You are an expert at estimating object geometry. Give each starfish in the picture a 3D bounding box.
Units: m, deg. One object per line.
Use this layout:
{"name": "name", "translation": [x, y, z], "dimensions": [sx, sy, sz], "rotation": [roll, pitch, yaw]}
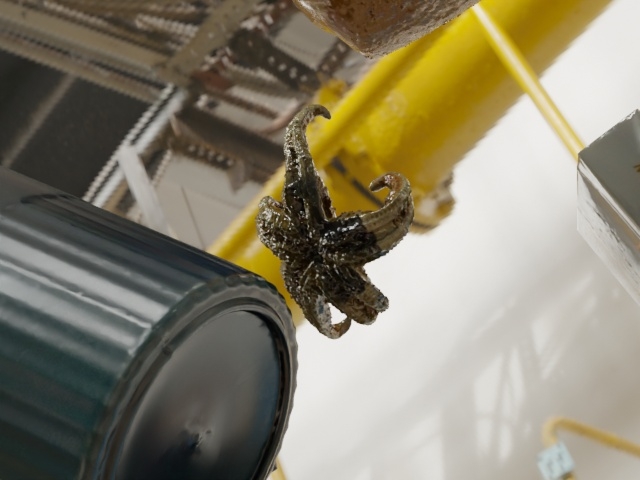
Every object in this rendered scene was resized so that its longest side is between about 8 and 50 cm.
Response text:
{"name": "starfish", "translation": [0.001, 0.001, 0.952], "dimensions": [0.074, 0.146, 0.190], "rotation": [-33, -33, -39]}

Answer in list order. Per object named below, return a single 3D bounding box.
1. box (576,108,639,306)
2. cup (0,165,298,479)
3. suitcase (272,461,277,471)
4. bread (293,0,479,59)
{"name": "box", "translation": [0.282, -0.002, 1.043], "dimensions": [0.067, 0.149, 0.233], "rotation": [-39, -18, 0]}
{"name": "cup", "translation": [-0.193, 0.114, 0.860], "dimensions": [0.242, 0.292, 0.308], "rotation": [-24, -54, -54]}
{"name": "suitcase", "translation": [-0.209, 0.301, 1.219], "dimensions": [0.339, 0.351, 0.194], "rotation": [-19, -45, 6]}
{"name": "bread", "translation": [0.079, -0.375, 1.336], "dimensions": [0.337, 0.148, 0.328], "rotation": [-32, -66, 17]}
